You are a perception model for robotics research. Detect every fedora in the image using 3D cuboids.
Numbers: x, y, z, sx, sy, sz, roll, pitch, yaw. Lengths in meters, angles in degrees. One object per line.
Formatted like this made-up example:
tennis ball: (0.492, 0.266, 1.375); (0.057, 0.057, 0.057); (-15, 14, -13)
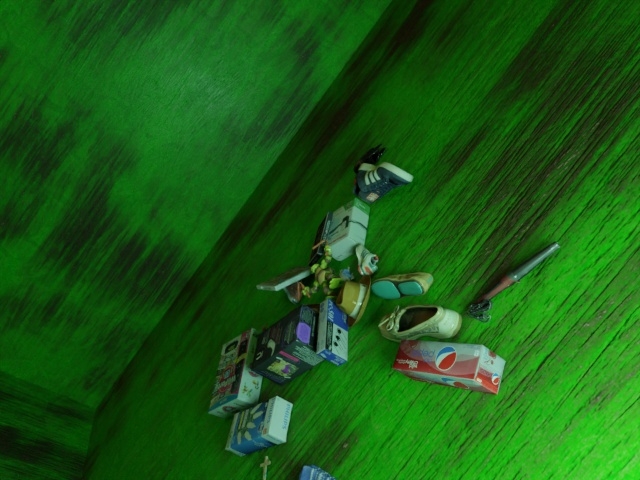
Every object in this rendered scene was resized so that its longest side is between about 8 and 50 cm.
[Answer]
fedora: (0.101, 0.189, 1.624); (0.194, 0.079, 0.194); (-159, 90, -83)

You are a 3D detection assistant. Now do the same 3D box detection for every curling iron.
curling iron: (0.465, 0.103, 1.186); (0.274, 0.035, 0.068); (-47, 30, 20)

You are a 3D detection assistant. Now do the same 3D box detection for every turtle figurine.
turtle figurine: (0.009, 0.149, 1.822); (0.270, 0.087, 0.217); (-63, 32, 14)

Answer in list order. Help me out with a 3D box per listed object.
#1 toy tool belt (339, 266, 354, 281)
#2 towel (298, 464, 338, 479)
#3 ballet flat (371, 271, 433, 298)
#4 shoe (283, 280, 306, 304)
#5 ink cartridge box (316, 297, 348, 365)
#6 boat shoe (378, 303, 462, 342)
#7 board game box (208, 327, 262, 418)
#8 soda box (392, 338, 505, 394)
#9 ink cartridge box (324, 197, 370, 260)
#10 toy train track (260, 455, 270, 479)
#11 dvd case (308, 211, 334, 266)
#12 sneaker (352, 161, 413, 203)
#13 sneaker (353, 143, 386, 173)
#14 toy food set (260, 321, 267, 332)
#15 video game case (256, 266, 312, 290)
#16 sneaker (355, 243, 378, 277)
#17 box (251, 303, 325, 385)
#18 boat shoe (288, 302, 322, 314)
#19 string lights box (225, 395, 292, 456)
toy tool belt: (0.098, 0.132, 1.792); (0.051, 0.052, 0.083); (-56, 24, 19)
towel: (0.006, 0.729, 1.239); (0.336, 0.040, 0.243); (-9, 52, 58)
ballet flat: (0.253, 0.136, 1.508); (0.073, 0.080, 0.232); (-37, 16, -32)
shoe: (-0.111, 0.194, 2.084); (0.081, 0.063, 0.178); (-51, 30, 6)
ink cartridge box: (0.042, 0.301, 1.629); (0.046, 0.097, 0.207); (-39, 29, 33)
boat shoe: (0.254, 0.217, 1.358); (0.285, 0.089, 0.105); (-22, 41, 51)
board game box: (-0.328, 0.537, 1.993); (0.224, 0.097, 0.304); (-35, 36, 38)
soda box: (0.298, 0.297, 1.178); (0.263, 0.092, 0.084); (-13, 49, 56)
ink cartridge box: (0.106, -0.043, 1.947); (0.153, 0.086, 0.209); (-33, 34, 42)
toy train track: (-0.175, 0.739, 1.584); (0.048, 0.014, 0.083); (-30, 40, 31)
dvd case: (0.000, 0.000, 2.017); (0.239, 0.029, 0.179); (124, 162, -73)
sneaker: (0.231, -0.212, 1.905); (0.148, 0.131, 0.350); (-64, 20, -2)
sneaker: (0.216, -0.358, 2.178); (0.170, 0.051, 0.089); (-49, 21, 7)
toy food set: (-0.254, 0.412, 2.124); (0.122, 0.019, 0.078); (-51, 24, 28)
video game case: (-0.142, 0.158, 2.077); (0.212, 0.023, 0.193); (-24, 9, -29)
sneaker: (0.171, 0.064, 1.754); (0.075, 0.057, 0.161); (-26, 33, 19)
box: (-0.102, 0.373, 1.743); (0.270, 0.143, 0.165); (-38, 28, 35)
boat shoe: (-0.039, 0.277, 1.853); (0.073, 0.073, 0.207); (-25, 7, -38)
string lights box: (-0.211, 0.641, 1.692); (0.259, 0.076, 0.133); (-35, 31, 37)
